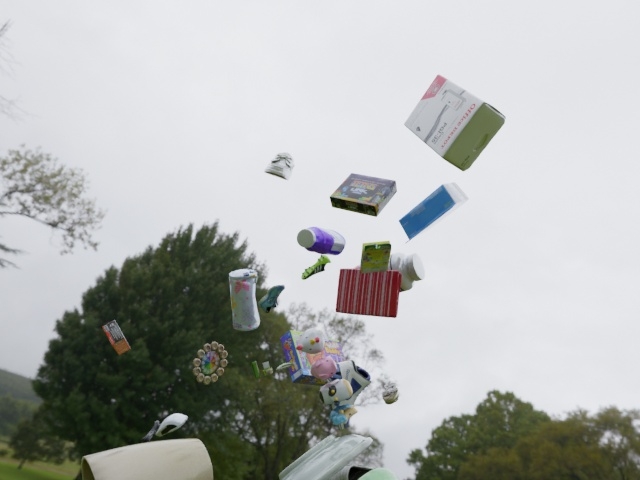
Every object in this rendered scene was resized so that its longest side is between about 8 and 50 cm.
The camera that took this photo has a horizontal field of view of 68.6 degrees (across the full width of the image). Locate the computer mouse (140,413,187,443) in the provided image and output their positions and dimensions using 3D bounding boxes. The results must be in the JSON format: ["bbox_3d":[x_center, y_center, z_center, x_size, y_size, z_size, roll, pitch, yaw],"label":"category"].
[{"bbox_3d":[-0.539,0.639,1.627,0.192,0.106,0.042,-31,-85,23],"label":"computer mouse"}]

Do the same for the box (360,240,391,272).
[{"bbox_3d":[0.205,0.057,1.752,0.105,0.043,0.179,-5,-33,-4],"label":"box"}]

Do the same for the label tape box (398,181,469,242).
[{"bbox_3d":[0.454,-0.122,1.922,0.240,0.333,0.106,-41,-101,27],"label":"label tape box"}]

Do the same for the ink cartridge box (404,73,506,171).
[{"bbox_3d":[0.426,-0.387,1.523,0.117,0.283,0.207,21,-66,-32],"label":"ink cartridge box"}]

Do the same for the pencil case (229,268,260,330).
[{"bbox_3d":[-0.336,0.262,2.084,0.124,0.274,0.113,-9,15,-33],"label":"pencil case"}]

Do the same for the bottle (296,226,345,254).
[{"bbox_3d":[0.000,0.000,1.772,0.118,0.092,0.282,29,8,23],"label":"bottle"}]

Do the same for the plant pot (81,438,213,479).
[{"bbox_3d":[-0.425,0.620,1.189,0.273,0.257,0.256,-10,-6,-38],"label":"plant pot"}]

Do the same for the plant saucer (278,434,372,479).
[{"bbox_3d":[-0.019,0.720,1.485,0.101,0.400,0.401,52,-18,20],"label":"plant saucer"}]

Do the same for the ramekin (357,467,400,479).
[{"bbox_3d":[0.134,0.677,1.015,0.148,0.304,0.303,17,-20,42],"label":"ramekin"}]

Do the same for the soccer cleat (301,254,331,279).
[{"bbox_3d":[-0.021,0.149,2.420,0.072,0.179,0.060,45,6,-33],"label":"soccer cleat"}]

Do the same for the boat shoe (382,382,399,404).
[{"bbox_3d":[0.235,0.516,1.553,0.056,0.048,0.153,-16,-3,5],"label":"boat shoe"}]

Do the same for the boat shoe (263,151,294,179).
[{"bbox_3d":[-0.146,-0.286,1.755,0.098,0.096,0.277,21,11,-4],"label":"boat shoe"}]

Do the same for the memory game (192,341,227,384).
[{"bbox_3d":[-0.474,0.531,2.032,0.012,0.186,0.186,5,-28,39],"label":"memory game"}]

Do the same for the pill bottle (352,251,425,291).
[{"bbox_3d":[0.309,0.164,2.169,0.322,0.182,0.181,-20,-43,30],"label":"pill bottle"}]

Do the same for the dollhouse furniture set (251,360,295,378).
[{"bbox_3d":[-0.177,0.462,1.745,0.151,0.059,0.076,-13,-16,-19],"label":"dollhouse furniture set"}]

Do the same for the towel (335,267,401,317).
[{"bbox_3d":[0.202,0.219,1.986,0.274,0.199,0.031,2,-13,24],"label":"towel"}]

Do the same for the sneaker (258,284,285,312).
[{"bbox_3d":[-0.197,0.251,2.021,0.063,0.073,0.162,0,-42,-51],"label":"sneaker"}]

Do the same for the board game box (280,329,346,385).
[{"bbox_3d":[-0.016,0.575,2.260,0.347,0.234,0.078,22,-55,-42],"label":"board game box"}]

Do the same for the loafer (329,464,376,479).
[{"bbox_3d":[0.113,0.872,1.731,0.319,0.112,0.112,-7,-58,25],"label":"loafer"}]

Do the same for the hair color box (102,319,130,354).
[{"bbox_3d":[-0.657,0.315,1.515,0.072,0.043,0.141,54,-26,15],"label":"hair color box"}]

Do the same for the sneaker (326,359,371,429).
[{"bbox_3d":[0.126,0.629,1.961,0.182,0.316,0.127,-13,21,-15],"label":"sneaker"}]

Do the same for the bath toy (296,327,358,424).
[{"bbox_3d":[0.015,0.494,1.736,0.151,0.349,0.129,-34,-14,32],"label":"bath toy"}]

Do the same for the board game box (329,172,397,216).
[{"bbox_3d":[0.138,-0.149,1.504,0.170,0.141,0.048,15,-40,33],"label":"board game box"}]
